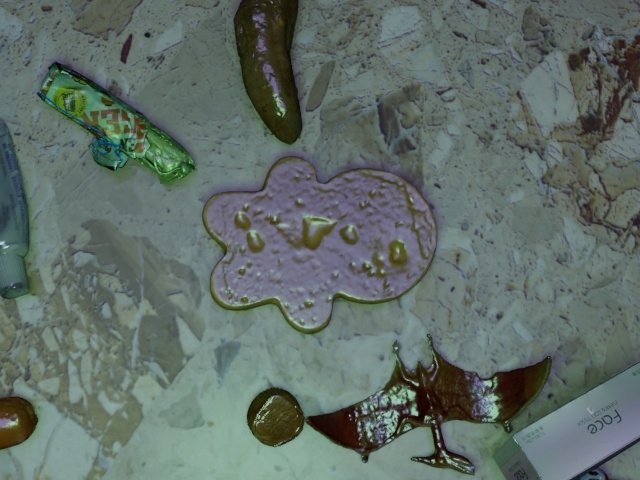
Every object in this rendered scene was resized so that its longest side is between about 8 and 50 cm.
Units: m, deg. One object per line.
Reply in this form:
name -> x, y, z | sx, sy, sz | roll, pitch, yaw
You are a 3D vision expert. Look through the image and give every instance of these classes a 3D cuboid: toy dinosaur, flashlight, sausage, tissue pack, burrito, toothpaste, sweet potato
toy dinosaur -> 0.151, 0.237, 1.348 | 0.328, 0.113, 0.206 | 13, 79, 2
flashlight -> 0.442, 0.374, 1.370 | 0.129, 0.051, 0.051 | 21, 79, -5
sausage -> -0.505, 0.277, 1.327 | 0.198, 0.076, 0.076 | -17, 80, -7
tissue pack -> 0.381, 0.272, 1.313 | 0.246, 0.148, 0.092 | -27, 69, -14
burrito -> -0.326, -0.168, 1.430 | 0.288, 0.054, 0.104 | 33, 80, 4
toothpaste -> -0.494, -0.046, 1.401 | 0.099, 0.068, 0.282 | -11, 71, -32
sweet potato -> -0.082, -0.324, 1.457 | 0.114, 0.092, 0.341 | 5, 78, -27

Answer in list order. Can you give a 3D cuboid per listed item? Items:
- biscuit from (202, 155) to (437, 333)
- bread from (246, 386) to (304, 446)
biscuit -> 0.000, 0.001, 1.415 | 0.355, 0.052, 0.275 | -10, 80, -6
bread -> -0.067, 0.260, 1.362 | 0.085, 0.053, 0.084 | -2, 96, -14
